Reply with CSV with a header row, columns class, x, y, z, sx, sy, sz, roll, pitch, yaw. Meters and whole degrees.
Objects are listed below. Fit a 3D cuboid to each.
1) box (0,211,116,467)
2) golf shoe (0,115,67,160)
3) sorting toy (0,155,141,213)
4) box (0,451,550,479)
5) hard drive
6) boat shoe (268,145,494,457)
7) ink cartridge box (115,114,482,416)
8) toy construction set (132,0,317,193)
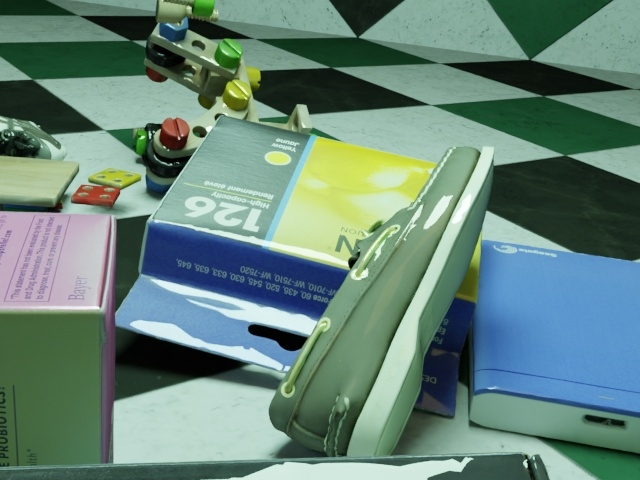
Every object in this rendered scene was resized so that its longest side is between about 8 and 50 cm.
class,x,y,z,sx,sy,sz,roll,pitch,yaw
box,-0.229,0.101,0.426,0.243,0.214,0.117,1,24,-12
golf shoe,-0.435,-0.134,1.133,0.198,0.077,0.094,23,16,20
sorting toy,-0.355,-0.056,0.985,0.274,0.046,0.132,4,23,-5
box,-0.048,0.198,0.237,0.295,0.073,0.293,1,39,-3
hard drive,0.249,0.088,0.805,0.210,0.040,0.319,9,23,6
boat shoe,0.061,0.032,0.665,0.091,0.109,0.305,17,59,19
ink cartridge box,0.000,0.000,0.799,0.303,0.072,0.307,14,34,3
toy construction set,-0.113,-0.213,1.129,0.237,0.309,0.257,4,30,-18
